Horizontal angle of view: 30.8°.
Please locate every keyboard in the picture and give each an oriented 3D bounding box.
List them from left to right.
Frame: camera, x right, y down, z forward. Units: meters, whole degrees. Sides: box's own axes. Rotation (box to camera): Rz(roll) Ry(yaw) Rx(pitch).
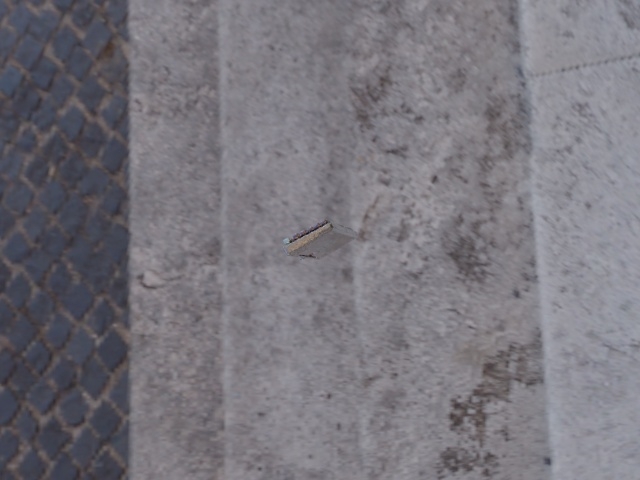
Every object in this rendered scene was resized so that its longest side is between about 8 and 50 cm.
[{"bbox_3d":[0.000,0.000,1.142,0.055,0.166,0.017,-32,83,7],"label":"keyboard"}]
